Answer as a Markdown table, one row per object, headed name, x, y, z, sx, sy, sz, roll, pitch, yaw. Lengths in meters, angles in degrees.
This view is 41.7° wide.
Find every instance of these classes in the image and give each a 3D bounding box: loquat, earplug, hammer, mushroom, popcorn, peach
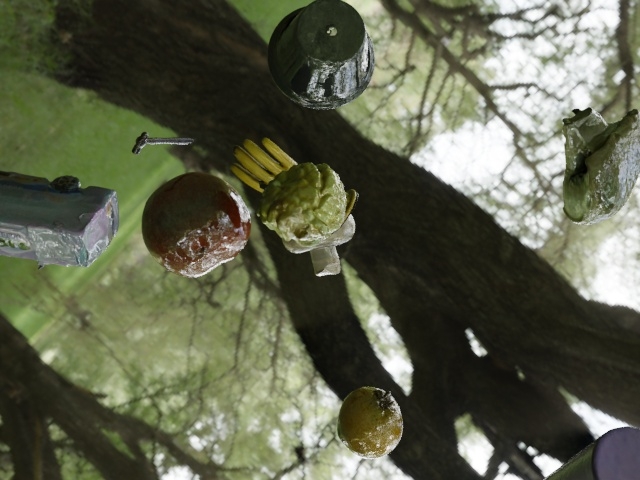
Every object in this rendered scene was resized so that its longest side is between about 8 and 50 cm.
| name | x | y | z | sx | sy | sz | roll | pitch | yaw |
| --- | --- | --- | --- | --- | --- | --- | --- | --- | --- |
| loquat | 0.106 | 0.388 | 1.793 | 0.163 | 0.137 | 0.163 | -164 | -90 | -80 |
| earplug | 0.632 | 0.610 | 1.981 | 0.215 | 0.215 | 0.456 | -51 | 172 | -33 |
| hammer | -0.369 | -0.233 | 1.986 | 0.065 | 0.021 | 0.178 | -48 | 160 | 30 |
| mushroom | 0.711 | -0.183 | 2.035 | 0.217 | 0.292 | 0.212 | -14 | -155 | -1 |
| mushroom | 0.000 | 0.000 | 2.241 | 0.204 | 0.204 | 0.204 | -44 | -171 | 9 |
| popcorn | -0.038 | -0.070 | 1.564 | 0.173 | 0.173 | 0.142 | -44 | 147 | 10 |
| peach | -0.290 | -0.035 | 1.942 | 0.252 | 0.252 | 0.252 | -44 | -171 | 9 |

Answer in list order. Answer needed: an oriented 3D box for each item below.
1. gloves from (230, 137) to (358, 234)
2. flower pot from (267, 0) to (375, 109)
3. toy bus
| name | x | y | z | sx | sy | sz | roll | pitch | yaw |
| --- | --- | --- | --- | --- | --- | --- | --- | --- | --- |
| gloves | -0.067 | -0.138 | 1.893 | 0.133 | 0.294 | 0.116 | -49 | -163 | 32 |
| flower pot | 0.013 | -0.405 | 1.733 | 0.235 | 0.235 | 0.148 | -47 | 180 | -13 |
| toy bus | -0.486 | -0.040 | 1.320 | 0.138 | 0.316 | 0.113 | -80 | 177 | -51 |
